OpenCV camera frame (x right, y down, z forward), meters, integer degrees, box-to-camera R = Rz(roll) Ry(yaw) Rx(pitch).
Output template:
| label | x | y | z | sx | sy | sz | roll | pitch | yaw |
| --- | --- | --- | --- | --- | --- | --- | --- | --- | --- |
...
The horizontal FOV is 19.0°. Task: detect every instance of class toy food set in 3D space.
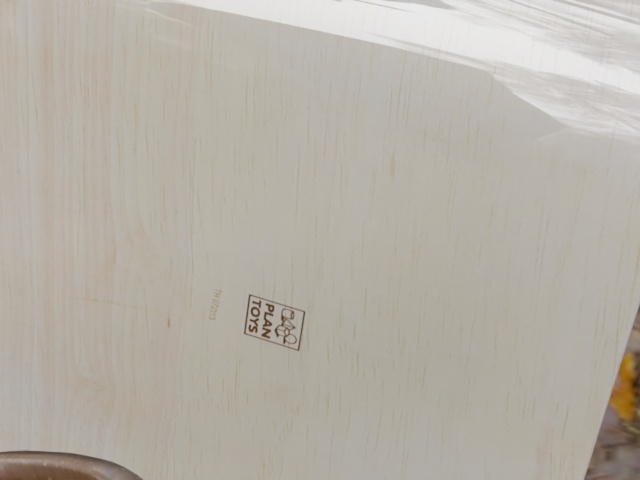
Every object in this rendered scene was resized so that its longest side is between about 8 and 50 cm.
| label | x | y | z | sx | sy | sz | roll | pitch | yaw |
| --- | --- | --- | --- | --- | --- | --- | --- | --- | --- |
| toy food set | 0.000 | 0.000 | 0.655 | 0.220 | 0.306 | 0.092 | 16 | 43 | 9 |

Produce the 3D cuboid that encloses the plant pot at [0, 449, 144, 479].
| label | x | y | z | sx | sy | sz | roll | pitch | yaw |
| --- | --- | --- | --- | --- | --- | --- | --- | --- | --- |
| plant pot | -0.091 | 0.157 | 0.431 | 0.167 | 0.167 | 0.165 | -12 | 107 | 14 |
